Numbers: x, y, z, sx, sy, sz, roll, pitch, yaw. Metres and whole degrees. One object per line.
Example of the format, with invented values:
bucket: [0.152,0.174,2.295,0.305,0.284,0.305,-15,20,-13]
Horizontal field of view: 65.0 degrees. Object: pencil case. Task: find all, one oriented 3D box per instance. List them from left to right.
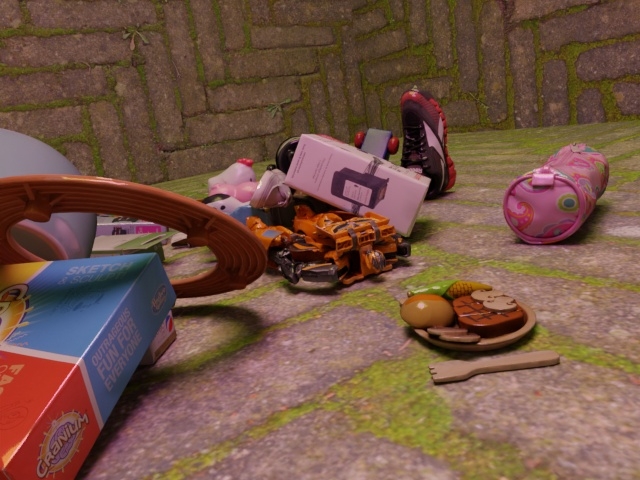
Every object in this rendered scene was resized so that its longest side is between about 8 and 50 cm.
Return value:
pencil case: [0.396,-0.086,0.828,0.124,0.124,0.284,2,19,37]

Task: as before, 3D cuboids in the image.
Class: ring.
ring: [-0.228,0.023,0.568,0.337,0.032,0.336,1,-24,0]

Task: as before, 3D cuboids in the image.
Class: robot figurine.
robot figurine: [-0.077,-0.294,1.848,0.209,0.173,0.278,19,9,-13]
robot figurine: [0.000,0.000,0.801,0.211,0.085,0.291,-17,16,-32]

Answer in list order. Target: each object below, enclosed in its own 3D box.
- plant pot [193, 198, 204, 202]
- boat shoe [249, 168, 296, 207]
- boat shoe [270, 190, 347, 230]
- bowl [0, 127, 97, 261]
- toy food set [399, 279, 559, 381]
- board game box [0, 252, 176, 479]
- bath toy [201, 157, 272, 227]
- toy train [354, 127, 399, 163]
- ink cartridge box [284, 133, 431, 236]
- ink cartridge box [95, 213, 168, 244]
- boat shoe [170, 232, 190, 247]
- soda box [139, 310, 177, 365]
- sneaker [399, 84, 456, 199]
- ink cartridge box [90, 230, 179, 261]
plant pot: [-0.288,-0.050,1.185,0.081,0.083,0.081,-7,13,9]
boat shoe: [-0.082,-0.088,0.932,0.063,0.066,0.184,28,11,0]
boat shoe: [-0.034,-0.074,1.104,0.105,0.110,0.307,-12,24,-27]
bowl: [-0.455,0.015,0.689,0.312,0.311,0.163,-17,35,-29]
toy food set: [0.150,0.073,0.515,0.133,0.038,0.192,-9,14,1]
board game box: [-0.325,0.114,0.451,0.317,0.064,0.242,-5,32,11]
bath toy: [-0.172,-0.083,1.072,0.151,0.129,0.348,31,16,-20]
toy train: [0.116,-0.131,1.212,0.105,0.247,0.143,13,-19,19]
ink cartridge box: [0.077,-0.108,0.928,0.237,0.100,0.172,24,16,8]
ink cartridge box: [-0.528,-0.029,1.202,0.311,0.065,0.186,-4,12,-15]
boat shoe: [-0.280,0.000,1.099,0.100,0.035,0.035,-4,42,6]
soda box: [-0.288,0.109,0.590,0.216,0.069,0.074,-8,15,8]
sneaker: [0.237,-0.215,1.170,0.098,0.276,0.135,6,38,42]
ink cartridge box: [-0.378,0.029,0.973,0.209,0.062,0.109,-3,15,23]
